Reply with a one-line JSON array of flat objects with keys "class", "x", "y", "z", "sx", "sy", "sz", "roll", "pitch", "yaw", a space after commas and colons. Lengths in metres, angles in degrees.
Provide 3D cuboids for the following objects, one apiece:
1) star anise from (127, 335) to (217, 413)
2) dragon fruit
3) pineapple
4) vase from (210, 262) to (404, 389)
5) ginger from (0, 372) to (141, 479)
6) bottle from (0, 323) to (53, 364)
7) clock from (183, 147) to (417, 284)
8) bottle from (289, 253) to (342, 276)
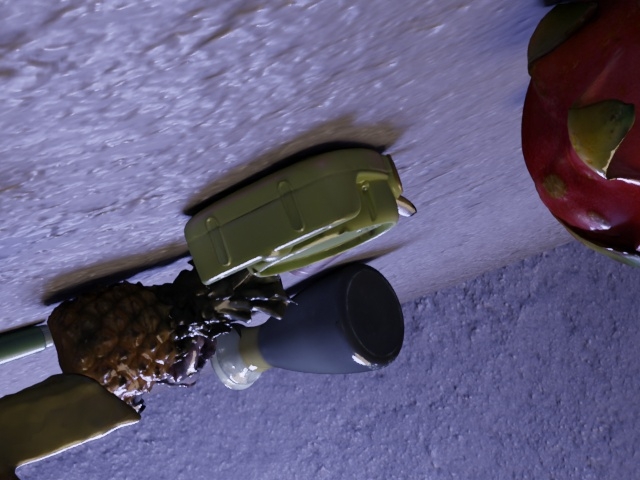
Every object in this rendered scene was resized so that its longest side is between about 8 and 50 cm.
[{"class": "star anise", "x": -0.245, "y": 0.190, "z": 1.669, "sx": 0.198, "sy": 0.110, "sz": 0.257, "roll": -20, "pitch": 178, "yaw": -8}, {"class": "dragon fruit", "x": 0.244, "y": -0.083, "z": 0.745, "sx": 0.224, "sy": 0.224, "sz": 0.227, "roll": -20, "pitch": -169, "yaw": -9}, {"class": "pineapple", "x": -0.150, "y": 0.080, "z": 1.153, "sx": 0.248, "sy": 0.128, "sz": 0.128, "roll": -23, "pitch": 173, "yaw": -17}, {"class": "vase", "x": -0.035, "y": 0.159, "z": 1.854, "sx": 0.321, "sy": 0.173, "sz": 0.173, "roll": -20, "pitch": 174, "yaw": 36}, {"class": "ginger", "x": -0.350, "y": 0.163, "z": 0.876, "sx": 0.413, "sy": 0.211, "sz": 0.358, "roll": 15, "pitch": 175, "yaw": 16}, {"class": "bottle", "x": -0.331, "y": 0.114, "z": 1.207, "sx": 0.083, "sy": 0.030, "sz": 0.030, "roll": -17, "pitch": 171, "yaw": -32}, {"class": "clock", "x": 0.000, "y": -0.022, "z": 1.014, "sx": 0.170, "sy": 0.069, "sz": 0.232, "roll": -26, "pitch": 171, "yaw": 28}, {"class": "bottle", "x": 0.000, "y": 0.000, "z": 1.222, "sx": 0.053, "sy": 0.053, "sz": 0.140, "roll": -17, "pitch": 172, "yaw": -26}]
